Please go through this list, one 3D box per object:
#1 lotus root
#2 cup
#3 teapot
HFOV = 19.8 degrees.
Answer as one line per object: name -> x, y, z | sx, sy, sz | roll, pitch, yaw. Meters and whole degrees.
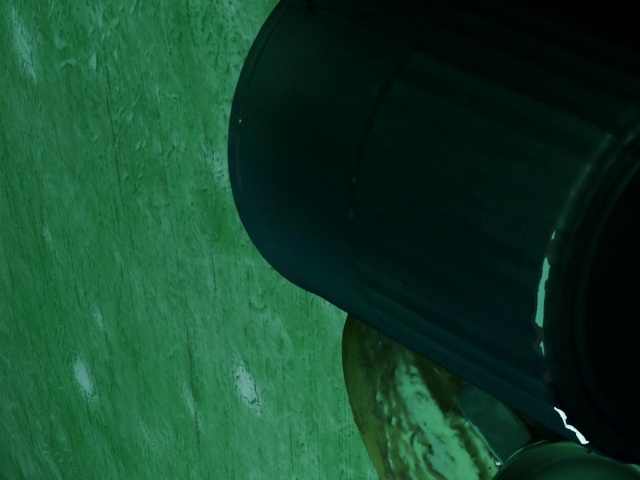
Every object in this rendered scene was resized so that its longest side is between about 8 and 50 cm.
lotus root -> 0.109, 0.118, 1.335 | 0.309, 0.173, 0.173 | 62, 158, 7
cup -> 0.129, -0.004, 1.040 | 0.292, 0.242, 0.308 | 29, 137, 52
teapot -> 0.165, 0.164, 1.121 | 0.203, 0.171, 0.225 | 52, -168, 11
